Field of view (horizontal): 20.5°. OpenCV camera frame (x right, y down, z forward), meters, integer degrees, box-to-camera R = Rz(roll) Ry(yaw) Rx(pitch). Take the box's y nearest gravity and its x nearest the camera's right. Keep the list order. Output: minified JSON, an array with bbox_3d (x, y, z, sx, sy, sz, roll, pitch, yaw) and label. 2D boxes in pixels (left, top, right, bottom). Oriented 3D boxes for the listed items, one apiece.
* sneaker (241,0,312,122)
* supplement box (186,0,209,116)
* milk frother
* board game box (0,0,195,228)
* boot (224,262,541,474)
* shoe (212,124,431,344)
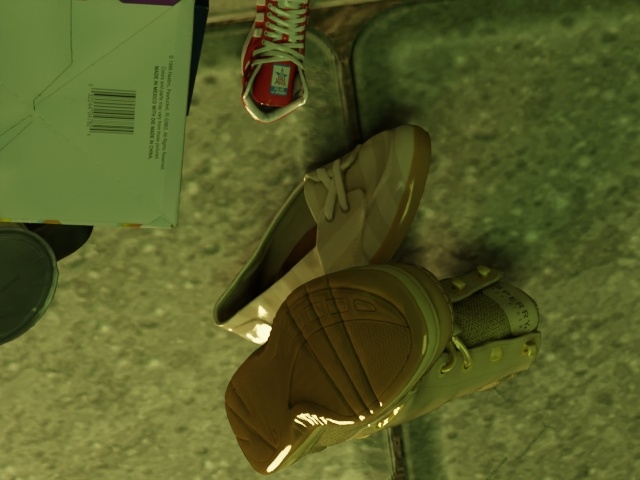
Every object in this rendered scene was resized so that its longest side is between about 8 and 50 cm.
[{"bbox_3d":[-0.024,-0.126,1.074,0.042,0.067,0.118,4,133,-10],"label":"sneaker"},{"bbox_3d":[-0.100,-0.133,1.050,0.056,0.083,0.083,6,133,-11],"label":"supplement box"},{"bbox_3d":[-0.227,-0.033,1.098,0.129,0.134,0.143,-42,133,-8],"label":"milk frother"},{"bbox_3d":[-0.139,-0.153,0.895,0.142,0.275,0.144,2,133,-7],"label":"board game box"},{"bbox_3d":[0.069,0.063,1.167,0.203,0.095,0.262,-18,163,-30],"label":"boot"},{"bbox_3d":[0.000,0.000,1.190,0.058,0.077,0.219,17,132,-27],"label":"shoe"}]
